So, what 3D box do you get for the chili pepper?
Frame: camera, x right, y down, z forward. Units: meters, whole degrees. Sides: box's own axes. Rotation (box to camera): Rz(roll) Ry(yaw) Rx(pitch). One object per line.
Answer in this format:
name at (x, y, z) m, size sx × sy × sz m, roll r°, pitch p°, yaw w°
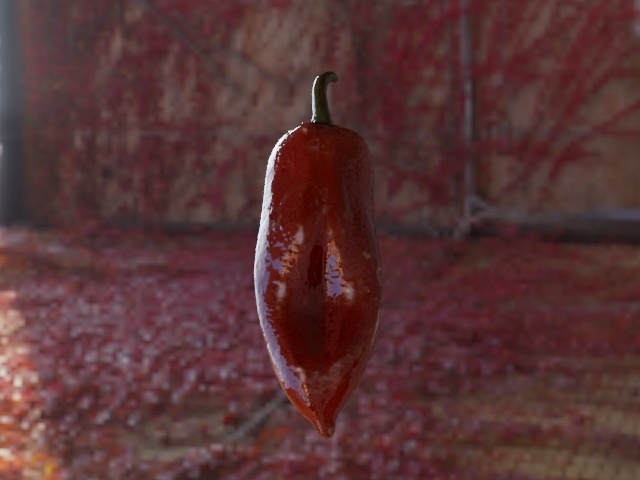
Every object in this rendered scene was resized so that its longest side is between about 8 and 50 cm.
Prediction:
chili pepper at (-0.001, 0.000, 0.777) m, size 0.050 × 0.059 × 0.191 m, roll 109°, pitch 162°, yaw -63°
